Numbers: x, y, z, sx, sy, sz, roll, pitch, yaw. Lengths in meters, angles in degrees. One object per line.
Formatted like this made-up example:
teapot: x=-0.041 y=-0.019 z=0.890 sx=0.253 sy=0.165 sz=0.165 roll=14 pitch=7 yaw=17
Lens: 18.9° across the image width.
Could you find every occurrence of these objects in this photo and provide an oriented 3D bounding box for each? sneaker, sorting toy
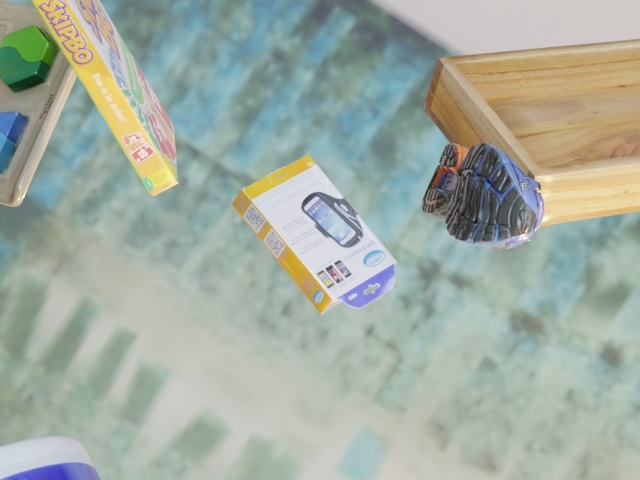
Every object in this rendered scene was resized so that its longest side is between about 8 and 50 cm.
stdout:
sneaker: x=0.150 y=-0.034 z=1.582 sx=0.221 sy=0.087 sz=0.083 roll=-121 pitch=-129 yaw=-77
sorting toy: x=-0.330 y=-0.195 z=1.977 sx=0.041 sy=0.229 sz=0.307 roll=36 pitch=71 yaw=-51

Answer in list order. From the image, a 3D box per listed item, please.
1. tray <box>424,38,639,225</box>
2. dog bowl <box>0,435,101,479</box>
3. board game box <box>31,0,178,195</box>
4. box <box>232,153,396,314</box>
tray: x=0.335 y=-0.121 z=1.991 sx=0.203 sy=0.411 sz=0.076 roll=56 pitch=-36 yaw=41
dog bowl: x=-0.308 y=0.285 z=1.711 sx=0.265 sy=0.104 sz=0.265 roll=-27 pitch=162 yaw=-10
board game box: x=-0.202 y=-0.173 z=1.711 sx=0.039 sy=0.259 sz=0.124 roll=-28 pitch=-153 yaw=9
box: x=0.000 y=0.000 z=1.574 sx=0.081 sy=0.136 sz=0.028 roll=-29 pitch=167 yaw=-39
